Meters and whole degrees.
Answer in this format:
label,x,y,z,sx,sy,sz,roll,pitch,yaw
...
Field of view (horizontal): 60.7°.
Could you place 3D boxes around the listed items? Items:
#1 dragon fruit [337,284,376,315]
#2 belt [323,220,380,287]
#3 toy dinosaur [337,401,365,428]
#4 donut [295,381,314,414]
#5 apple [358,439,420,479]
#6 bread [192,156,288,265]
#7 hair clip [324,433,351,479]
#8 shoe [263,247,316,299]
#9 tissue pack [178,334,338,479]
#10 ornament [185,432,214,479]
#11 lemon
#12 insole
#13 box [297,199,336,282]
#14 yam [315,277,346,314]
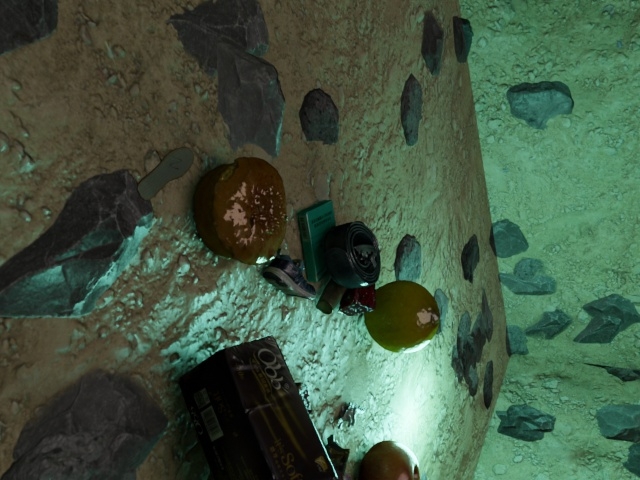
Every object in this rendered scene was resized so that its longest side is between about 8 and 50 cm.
label,x,y,z,sx,sy,sz,roll,pitch,yaw
dragon fruit,0.117,0.176,1.879,0.127,0.120,0.161,32,53,-39
belt,0.095,0.046,1.733,0.267,0.116,0.207,19,62,-56
toy dinosaur,0.114,0.614,1.941,0.209,0.039,0.082,10,81,-58
donut,-0.122,0.421,1.473,0.217,0.141,0.085,39,49,-61
apple,0.266,0.881,2.042,0.251,0.206,0.272,-48,129,-50
bread,-0.192,-0.067,1.333,0.268,0.145,0.269,0,90,-54
hair clip,0.071,0.823,1.870,0.110,0.095,0.359,-103,-175,-61
shoe,-0.075,0.103,1.568,0.207,0.091,0.106,45,59,-45
tissue pack,-0.154,0.419,1.226,0.198,0.210,0.370,-10,69,-48
ornament,-0.249,0.490,1.340,0.245,0.061,0.231,-35,118,-57
lemon,0.298,0.277,2.007,0.293,0.293,0.293,-4,95,-58
insole,-0.341,-0.153,1.218,0.188,0.004,0.064,-54,133,-42
box,0.000,0.000,1.730,0.161,0.042,0.227,-30,116,-53
yam,0.046,0.163,1.789,0.169,0.068,0.068,-51,132,-42
